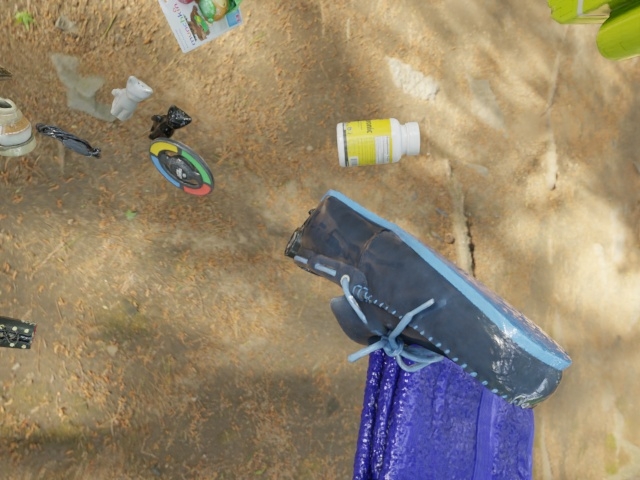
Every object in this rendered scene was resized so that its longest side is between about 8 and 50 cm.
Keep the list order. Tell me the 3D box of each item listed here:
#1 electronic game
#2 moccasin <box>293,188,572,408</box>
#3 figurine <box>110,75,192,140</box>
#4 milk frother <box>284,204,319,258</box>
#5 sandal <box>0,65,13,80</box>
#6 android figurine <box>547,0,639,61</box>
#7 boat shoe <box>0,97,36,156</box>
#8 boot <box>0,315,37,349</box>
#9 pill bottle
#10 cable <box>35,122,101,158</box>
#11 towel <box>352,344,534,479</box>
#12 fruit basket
[{"bbox_3d":[-0.429,-0.224,1.409,0.229,0.229,0.048,48,54,-28],"label":"electronic game"},{"bbox_3d":[0.072,0.056,0.437,0.137,0.342,0.117,33,95,-26],"label":"moccasin"},{"bbox_3d":[-0.512,-0.396,1.372,0.215,0.209,0.092,34,67,-32],"label":"figurine"},{"bbox_3d":[0.000,0.000,1.176,0.134,0.143,0.129,27,49,-14],"label":"milk frother"},{"bbox_3d":[-0.798,-0.380,1.031,0.090,0.219,0.060,36,104,-9],"label":"sandal"},{"bbox_3d":[0.253,-0.272,0.351,0.056,0.273,0.248,-1,100,1],"label":"android figurine"},{"bbox_3d":[-0.719,-0.271,0.906,0.302,0.103,0.113,19,44,1],"label":"boat shoe"},{"bbox_3d":[-0.750,0.207,1.023,0.178,0.236,0.085,14,82,-24],"label":"boot"},{"bbox_3d":[0.084,-0.144,0.667,0.116,0.065,0.065,-4,97,4],"label":"pill bottle"},{"bbox_3d":[-0.737,-0.298,1.342,0.184,0.150,0.047,24,95,-22],"label":"cable"},{"bbox_3d":[0.177,0.252,0.578,0.308,0.076,0.228,30,57,-33],"label":"towel"},{"bbox_3d":[-0.377,-0.786,1.383,0.353,0.165,0.327,-61,137,-49],"label":"fruit basket"}]
